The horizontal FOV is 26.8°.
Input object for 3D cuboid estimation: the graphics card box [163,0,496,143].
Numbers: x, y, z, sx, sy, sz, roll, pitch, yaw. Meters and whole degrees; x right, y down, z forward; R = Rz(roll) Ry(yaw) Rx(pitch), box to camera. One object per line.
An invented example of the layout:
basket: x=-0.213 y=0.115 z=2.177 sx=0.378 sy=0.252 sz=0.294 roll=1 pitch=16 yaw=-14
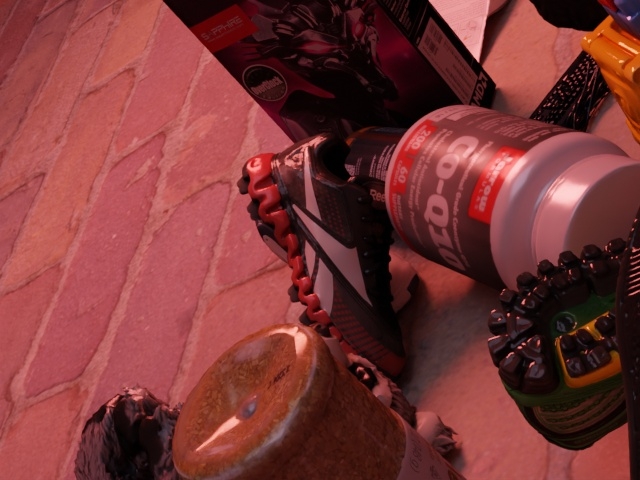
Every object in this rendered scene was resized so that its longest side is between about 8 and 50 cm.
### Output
graphics card box: x=0.002 y=-0.238 z=1.533 sx=0.233 sy=0.371 sz=0.094 roll=-20 pitch=37 yaw=37

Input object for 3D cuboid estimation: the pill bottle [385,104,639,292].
pill bottle: x=0.192 y=-0.028 z=1.219 sx=0.161 sy=0.161 sz=0.283 roll=-49 pitch=28 yaw=-8

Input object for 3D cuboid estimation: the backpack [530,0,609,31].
backpack: x=0.324 y=-0.312 z=1.468 sx=0.152 sy=0.115 sz=0.182 roll=13 pitch=55 yaw=46

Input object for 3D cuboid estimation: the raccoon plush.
raccoon plush: x=-0.066 y=0.292 z=1.200 sx=0.216 sy=0.299 sz=0.446 roll=34 pitch=113 yaw=47

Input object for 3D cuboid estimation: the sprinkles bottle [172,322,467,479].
sprinkles bottle: x=0.061 y=0.203 z=0.877 sx=0.121 sy=0.355 sz=0.121 roll=-32 pitch=31 yaw=22

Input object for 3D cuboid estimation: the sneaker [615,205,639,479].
sneaker: x=0.298 y=0.093 z=0.896 sx=0.124 sy=0.178 sz=0.295 roll=-9 pitch=74 yaw=48

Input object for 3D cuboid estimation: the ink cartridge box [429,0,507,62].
ink cartridge box: x=0.167 y=-0.287 z=1.742 sx=0.181 sy=0.056 sz=0.224 roll=-12 pitch=61 yaw=45

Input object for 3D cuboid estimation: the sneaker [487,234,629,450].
sneaker: x=0.289 y=0.037 z=1.036 sx=0.343 sy=0.146 sz=0.134 roll=-28 pitch=47 yaw=-4

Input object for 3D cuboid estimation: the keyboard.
keyboard: x=0.272 y=-0.168 z=1.433 sx=0.192 sy=0.038 sz=0.100 roll=-52 pitch=29 yaw=-12

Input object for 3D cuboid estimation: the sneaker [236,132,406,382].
sneaker: x=0.028 y=0.010 z=1.335 sx=0.135 sy=0.097 sz=0.276 roll=-32 pitch=71 yaw=18

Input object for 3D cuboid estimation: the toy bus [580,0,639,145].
toy bus: x=0.343 y=-0.198 z=1.195 sx=0.220 sy=0.211 sz=0.149 roll=-41 pitch=27 yaw=5

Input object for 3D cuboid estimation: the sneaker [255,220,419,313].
sneaker: x=0.000 y=0.000 z=1.447 sx=0.094 sy=0.153 sz=0.235 roll=-47 pitch=28 yaw=-1

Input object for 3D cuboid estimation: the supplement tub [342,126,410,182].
supplement tub: x=0.083 y=-0.073 z=1.486 sx=0.106 sy=0.106 sz=0.198 roll=-53 pitch=29 yaw=-14
